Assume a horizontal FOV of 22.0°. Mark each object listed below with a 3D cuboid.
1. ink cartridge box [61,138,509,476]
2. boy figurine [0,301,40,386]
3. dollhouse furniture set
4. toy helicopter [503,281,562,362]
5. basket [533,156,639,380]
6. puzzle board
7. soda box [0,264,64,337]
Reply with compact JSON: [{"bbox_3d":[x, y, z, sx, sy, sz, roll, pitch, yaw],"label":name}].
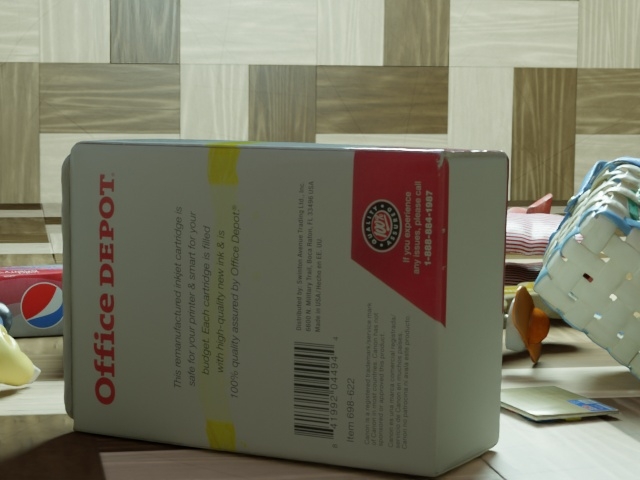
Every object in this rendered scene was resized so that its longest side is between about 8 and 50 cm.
[{"bbox_3d":[-0.035,0.047,1.513,0.384,0.279,0.160,4,7,27],"label":"ink cartridge box"},{"bbox_3d":[-0.379,0.114,1.727,0.177,0.092,0.285,25,5,-11],"label":"boy figurine"},{"bbox_3d":[0.271,-0.027,2.355,0.201,0.152,0.374,0,24,1],"label":"dollhouse furniture set"},{"bbox_3d":[0.203,0.077,1.942,0.235,0.140,0.355,9,8,43],"label":"toy helicopter"},{"bbox_3d":[0.385,0.028,1.880,0.255,0.201,0.289,38,24,6],"label":"basket"},{"bbox_3d":[0.229,0.167,1.677,0.096,0.011,0.128,-1,7,-23],"label":"puzzle board"},{"bbox_3d":[-0.328,0.075,2.120,0.263,0.083,0.092,-1,7,-22],"label":"soda box"}]
